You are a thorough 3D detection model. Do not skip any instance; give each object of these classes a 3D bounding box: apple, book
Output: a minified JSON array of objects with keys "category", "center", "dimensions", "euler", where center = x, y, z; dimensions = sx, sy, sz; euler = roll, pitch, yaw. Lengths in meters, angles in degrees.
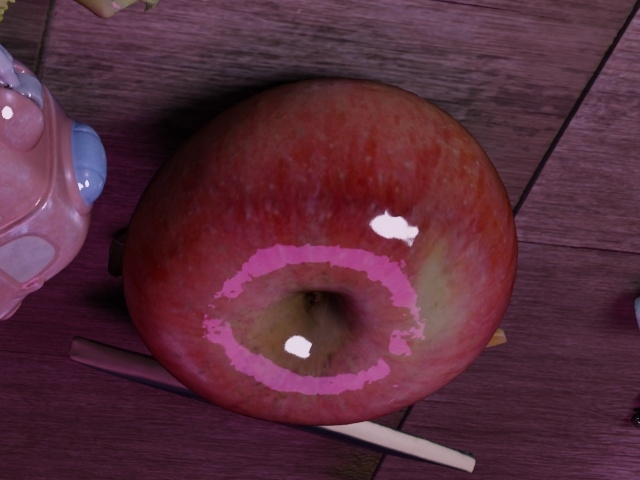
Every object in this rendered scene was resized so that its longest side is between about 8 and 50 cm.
[{"category":"apple","center":[0.000,0.000,1.581],"dimensions":[0.345,0.269,0.344],"euler":[0,126,0]},{"category":"book","center":[-0.045,0.176,1.872],"dimensions":[0.264,0.031,0.379],"euler":[11,172,43]}]

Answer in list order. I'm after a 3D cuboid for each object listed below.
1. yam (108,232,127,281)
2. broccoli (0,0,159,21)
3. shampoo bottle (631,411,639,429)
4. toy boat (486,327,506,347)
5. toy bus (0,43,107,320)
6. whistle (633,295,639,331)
[{"category":"yam","center":[-0.132,0.041,1.788],"dimensions":[0.068,0.068,0.169],"euler":[-30,134,34]},{"category":"broccoli","center":[-0.254,-0.208,1.297],"dimensions":[0.254,0.186,0.302],"euler":[-15,140,5]},{"category":"shampoo bottle","center":[0.404,0.180,2.074],"dimensions":[0.048,0.027,0.137],"euler":[13,143,-20]},{"category":"toy boat","center":[0.041,0.098,1.863],"dimensions":[0.310,0.089,0.115],"euler":[-13,146,16]},{"category":"toy bus","center":[-0.309,-0.061,1.510],"dimensions":[0.232,0.197,0.294],"euler":[-20,142,16]},{"category":"whistle","center":[0.463,0.061,1.850],"dimensions":[0.274,0.093,0.186],"euler":[-8,146,13]}]
